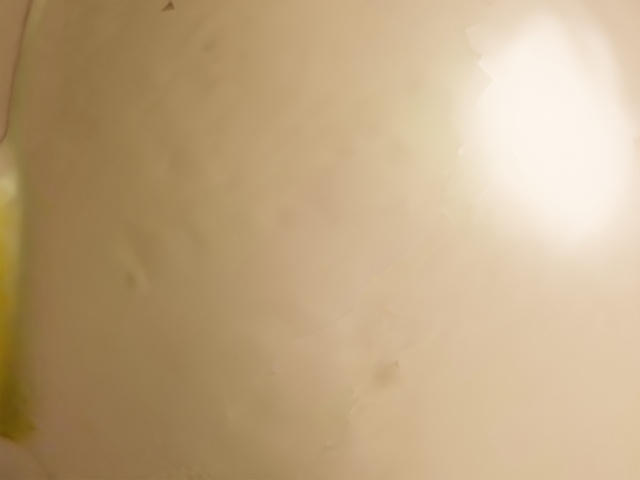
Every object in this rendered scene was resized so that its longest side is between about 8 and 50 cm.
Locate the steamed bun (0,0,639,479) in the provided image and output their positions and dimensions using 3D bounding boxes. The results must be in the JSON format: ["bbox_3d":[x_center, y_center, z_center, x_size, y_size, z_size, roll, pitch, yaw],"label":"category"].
[{"bbox_3d":[0.005,0.001,0.735,0.374,0.334,0.334,56,39,-34],"label":"steamed bun"}]
